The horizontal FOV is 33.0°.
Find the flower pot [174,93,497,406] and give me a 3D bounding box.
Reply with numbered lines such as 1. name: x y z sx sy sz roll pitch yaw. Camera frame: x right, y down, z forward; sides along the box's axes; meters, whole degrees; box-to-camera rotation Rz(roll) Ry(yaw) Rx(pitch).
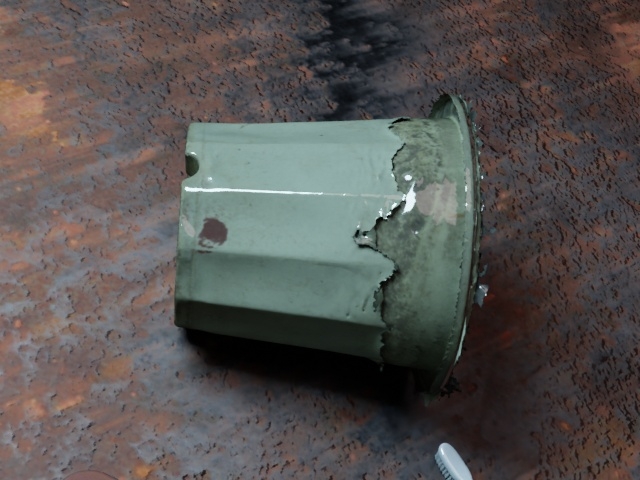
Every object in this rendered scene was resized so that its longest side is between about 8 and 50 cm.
1. flower pot: 0.000 0.000 0.976 0.259 0.290 0.290 4 50 -7

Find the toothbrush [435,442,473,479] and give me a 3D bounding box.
1. toothbrush: 0.181 0.298 0.951 0.019 0.025 0.276 -21 65 -29

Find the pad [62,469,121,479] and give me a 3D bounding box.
1. pad: -0.112 0.297 0.834 0.267 0.004 0.181 26 47 -1
